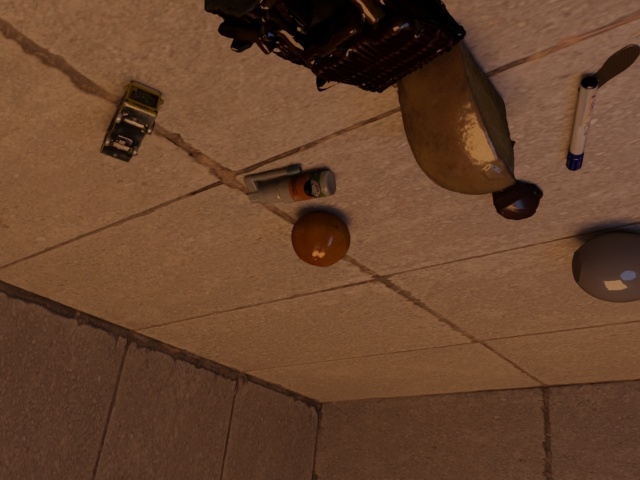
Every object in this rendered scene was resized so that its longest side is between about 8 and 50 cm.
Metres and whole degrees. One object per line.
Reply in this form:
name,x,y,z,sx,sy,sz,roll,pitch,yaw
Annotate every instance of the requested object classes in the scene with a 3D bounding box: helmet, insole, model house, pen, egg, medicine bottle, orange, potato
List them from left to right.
medicine bottle,-0.078,-0.133,1.514,0.221,0.061,0.092,-8,126,27
orange,0.000,0.000,1.664,0.159,0.136,0.159,8,152,4
model house,0.014,-0.296,0.898,0.317,0.297,0.283,-22,136,40
potato,0.210,-0.209,1.138,0.211,0.189,0.264,-11,148,32
helmet,0.455,-0.084,1.464,0.123,0.070,0.098,17,151,-18
pen,0.502,-0.219,1.223,0.033,0.033,0.269,-1,153,15
insole,0.503,-0.295,1.108,0.045,0.002,0.135,15,152,-16
egg,0.751,0.065,1.575,0.232,0.176,0.176,-6,152,6

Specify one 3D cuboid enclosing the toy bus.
toy bus,-0.403,-0.241,1.348,0.081,0.074,0.226,20,151,-22
